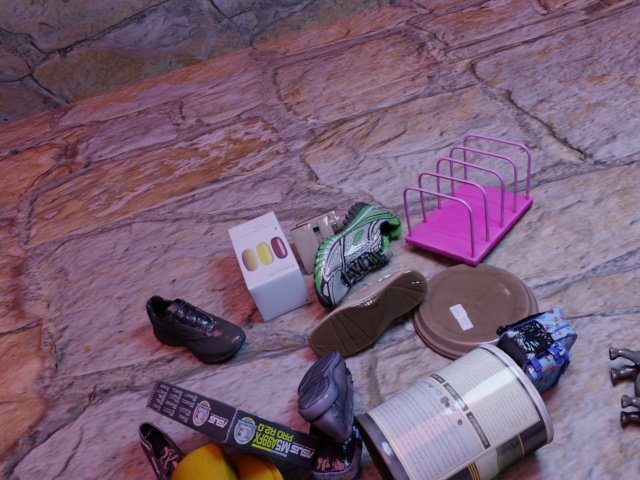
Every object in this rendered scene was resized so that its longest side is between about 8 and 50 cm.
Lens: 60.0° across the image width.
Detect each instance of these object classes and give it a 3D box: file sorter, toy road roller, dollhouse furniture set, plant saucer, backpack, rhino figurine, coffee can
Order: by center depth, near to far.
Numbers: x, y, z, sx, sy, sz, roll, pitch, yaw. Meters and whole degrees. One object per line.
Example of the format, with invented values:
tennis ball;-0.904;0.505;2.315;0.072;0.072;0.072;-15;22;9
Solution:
toy road roller;-0.211;0.482;0.935;0.330;0.240;0.202;-24;42;-6
coffee can;0.228;0.333;0.970;0.275;0.201;0.201;-27;43;-10
rhino figurine;0.590;0.298;0.980;0.106;0.073;0.243;-6;45;18
backpack;0.030;0.404;1.050;0.105;0.084;0.114;-7;36;15
backpack;0.422;0.216;1.073;0.173;0.158;0.117;-22;49;-21
plant saucer;0.345;0.149;1.248;0.278;0.041;0.277;-9;44;9
file sorter;0.369;-0.115;1.383;0.202;0.182;0.291;22;49;39
dollhouse furniture set;0.000;0.000;1.534;0.144;0.123;0.151;-22;7;-5

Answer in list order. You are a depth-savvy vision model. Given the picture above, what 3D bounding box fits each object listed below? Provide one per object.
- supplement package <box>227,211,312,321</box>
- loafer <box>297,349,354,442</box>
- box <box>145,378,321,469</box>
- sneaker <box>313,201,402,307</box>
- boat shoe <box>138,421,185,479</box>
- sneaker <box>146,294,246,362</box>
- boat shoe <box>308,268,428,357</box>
supplement package;-0.133;0.063;1.432;0.139;0.133;0.244;-24;42;-5
loafer;0.018;0.305;1.090;0.109;0.095;0.302;-39;1;5
box;-0.166;0.341;1.034;0.270;0.216;0.060;0;63;45
sneaker;0.094;0.031;1.389;0.146;0.134;0.343;14;51;28
boat shoe;-0.319;0.451;1.137;0.075;0.065;0.206;-37;45;-20
sneaker;-0.315;0.208;1.347;0.286;0.130;0.109;8;46;24
boat shoe;0.106;0.165;1.280;0.302;0.109;0.098;-35;7;-2
